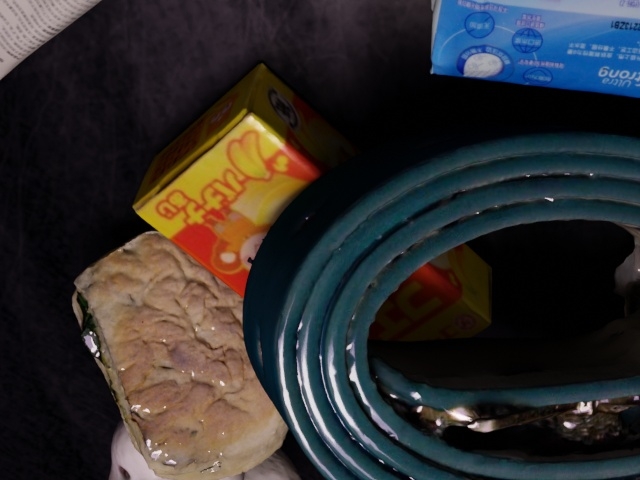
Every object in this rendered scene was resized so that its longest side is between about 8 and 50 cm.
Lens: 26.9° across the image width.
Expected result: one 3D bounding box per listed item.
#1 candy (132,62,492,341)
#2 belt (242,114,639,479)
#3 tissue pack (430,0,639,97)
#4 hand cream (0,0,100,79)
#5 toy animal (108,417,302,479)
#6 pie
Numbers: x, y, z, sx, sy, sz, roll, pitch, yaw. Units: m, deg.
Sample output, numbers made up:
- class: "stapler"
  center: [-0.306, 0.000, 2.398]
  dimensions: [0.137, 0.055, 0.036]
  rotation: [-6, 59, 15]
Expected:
- class: "candy"
  center: [0.000, 0.000, 1.089]
  dimensions: [0.276, 0.088, 0.146]
  rotation: [39, 121, -19]
- class: "belt"
  center: [0.167, 0.063, 0.983]
  dimensions: [0.437, 0.173, 0.300]
  rotation: [1, 101, -16]
- class: "tissue pack"
  center: [0.209, -0.203, 0.865]
  dimensions: [0.264, 0.146, 0.198]
  rotation: [6, 129, 3]
- class: "hand cream"
  center: [-0.202, -0.191, 1.006]
  dimensions: [0.234, 0.050, 0.080]
  rotation: [-25, 120, 30]
- class: "toy animal"
  center: [-0.101, 0.194, 1.203]
  dimensions: [0.127, 0.178, 0.193]
  rotation: [-17, 124, 30]
- class: "pie"
  center: [-0.098, 0.089, 1.116]
  dimensions: [0.185, 0.218, 0.052]
  rotation: [-19, 164, -18]
